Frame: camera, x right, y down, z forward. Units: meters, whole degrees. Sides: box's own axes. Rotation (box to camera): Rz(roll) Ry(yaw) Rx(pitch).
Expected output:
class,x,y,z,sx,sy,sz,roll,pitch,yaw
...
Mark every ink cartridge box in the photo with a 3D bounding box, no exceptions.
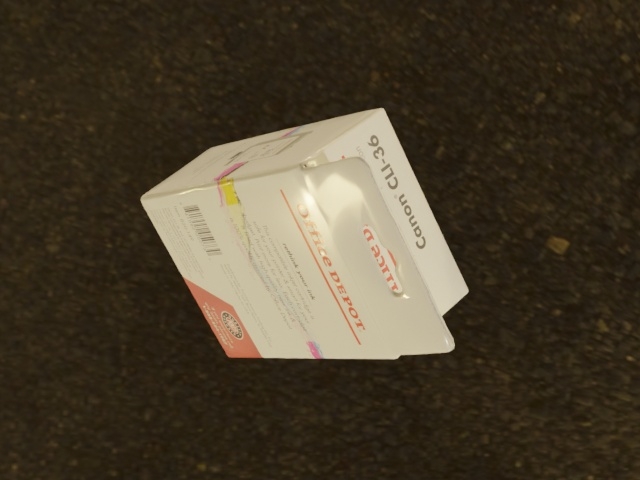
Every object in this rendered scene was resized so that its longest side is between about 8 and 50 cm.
class,x,y,z,sx,sy,sz,roll,pitch,yaw
ink cartridge box,0.000,0.000,0.662,0.198,0.067,0.115,-5,117,52
